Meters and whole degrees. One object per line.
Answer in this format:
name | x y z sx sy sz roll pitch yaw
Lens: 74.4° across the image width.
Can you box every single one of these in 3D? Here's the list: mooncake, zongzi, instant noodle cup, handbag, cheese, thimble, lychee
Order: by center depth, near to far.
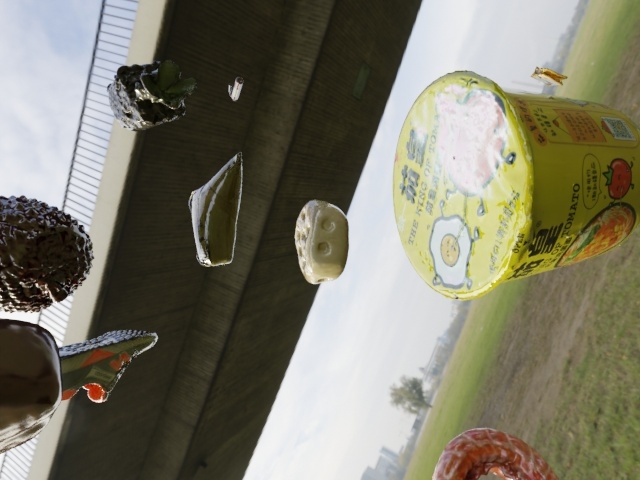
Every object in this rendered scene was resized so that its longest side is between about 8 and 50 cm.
instant noodle cup | 0.293 -0.082 0.642 0.254 0.325 0.325 -4 -55 -17
mooncake | -0.624 0.272 0.726 0.326 0.174 0.333 -21 -29 -8
thimble | 0.312 0.475 0.756 0.239 0.239 0.162 -54 -30 -33
handbag | 0.554 -0.398 1.022 0.027 0.061 0.083 -63 2 22
lychee | -0.761 0.035 1.086 0.306 0.330 0.306 -45 -15 -15
cheese | 0.000 0.000 1.155 0.218 0.117 0.235 -119 34 -60
zongzi | -0.277 -0.075 1.226 0.123 0.289 0.260 2 -111 -40

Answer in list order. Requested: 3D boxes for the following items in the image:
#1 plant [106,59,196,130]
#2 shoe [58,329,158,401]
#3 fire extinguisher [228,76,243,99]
plant | -0.374 -0.319 0.922 0.142 0.203 0.131 -36 -64 -52
shoe | -0.589 0.355 1.168 0.336 0.133 0.170 -6 -86 -63
fire extinguisher | -0.337 -0.589 1.651 0.173 0.049 0.035 156 113 -70
